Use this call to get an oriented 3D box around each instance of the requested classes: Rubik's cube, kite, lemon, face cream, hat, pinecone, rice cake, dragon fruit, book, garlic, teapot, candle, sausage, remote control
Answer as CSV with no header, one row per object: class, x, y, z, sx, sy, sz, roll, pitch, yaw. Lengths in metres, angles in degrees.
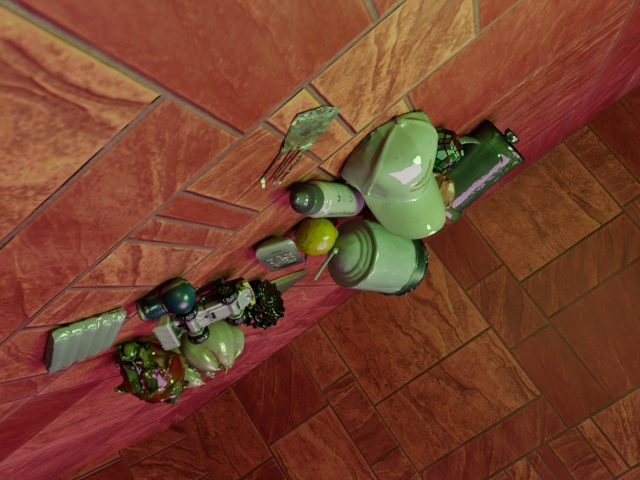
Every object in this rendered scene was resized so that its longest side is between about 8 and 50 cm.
Rubik's cube,0.340,-0.255,1.540,0.133,0.112,0.133,-33,168,-8
kite,-0.052,-0.183,1.073,0.127,0.016,0.229,-14,152,-48
lemon,-0.011,-0.012,1.530,0.133,0.109,0.109,-4,158,-12
face cream,0.010,-0.102,1.331,0.092,0.092,0.311,-41,164,23
hat,0.222,-0.151,1.339,0.258,0.301,0.168,-32,-172,-17
pinecone,-0.209,0.215,1.765,0.165,0.163,0.163,-22,175,33
rice cake,-0.547,0.231,1.253,0.189,0.037,0.198,-19,159,-48
dragon fruit,-0.491,0.387,1.567,0.198,0.200,0.269,-43,168,-15
book,-0.191,0.211,2.049,0.283,0.025,0.215,-44,165,34
garlic,-0.372,0.356,1.761,0.281,0.203,0.184,-20,143,-37
teapot,0.498,-0.254,1.813,0.270,0.200,0.337,28,120,-37
candle,0.155,0.048,1.623,0.343,0.221,0.221,12,135,-43
sausage,0.266,-0.126,1.583,0.152,0.152,0.280,-24,-169,-38
remote control,-0.118,0.038,1.584,0.109,0.055,0.313,-18,169,0

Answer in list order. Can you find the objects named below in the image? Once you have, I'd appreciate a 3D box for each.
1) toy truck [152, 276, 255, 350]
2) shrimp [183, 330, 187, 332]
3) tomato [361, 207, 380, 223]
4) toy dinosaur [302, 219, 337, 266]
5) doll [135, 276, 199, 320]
toy truck,-0.321,0.196,1.506,0.286,0.111,0.136,-23,133,-11
shrimp,-0.416,0.239,1.610,0.099,0.041,0.180,-1,148,-41
tomato,0.231,-0.072,1.830,0.187,0.151,0.187,-31,161,-12
toy dinosaur,-0.002,0.000,1.670,0.209,0.039,0.082,-53,147,-31
doll,-0.364,0.144,1.305,0.152,0.085,0.114,-23,180,-3
